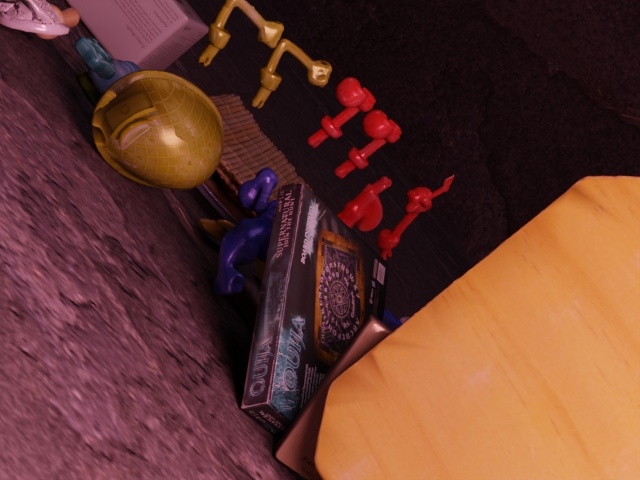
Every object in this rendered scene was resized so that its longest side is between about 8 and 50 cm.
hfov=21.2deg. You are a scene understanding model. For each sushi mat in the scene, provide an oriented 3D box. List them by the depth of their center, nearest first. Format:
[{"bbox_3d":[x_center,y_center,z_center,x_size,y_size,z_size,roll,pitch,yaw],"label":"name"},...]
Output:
[{"bbox_3d":[-0.073,-0.086,1.697,0.151,0.019,0.316,51,9,-1],"label":"sushi mat"}]

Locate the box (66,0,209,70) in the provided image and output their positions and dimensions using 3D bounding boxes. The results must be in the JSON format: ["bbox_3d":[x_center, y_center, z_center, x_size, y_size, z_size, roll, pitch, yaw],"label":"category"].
[{"bbox_3d":[-0.183,-0.227,1.730,0.101,0.087,0.102,51,7,6],"label":"box"}]

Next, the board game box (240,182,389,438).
[{"bbox_3d":[0.000,0.066,1.250,0.126,0.026,0.186,43,44,-41],"label":"board game box"}]

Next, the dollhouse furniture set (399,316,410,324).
[{"bbox_3d":[0.200,0.136,1.663,0.303,0.198,0.286,53,1,25],"label":"dollhouse furniture set"}]

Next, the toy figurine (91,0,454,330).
[{"bbox_3d":[0.000,0.000,1.379,0.362,0.191,0.217,40,18,-47],"label":"toy figurine"}]

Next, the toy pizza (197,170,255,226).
[{"bbox_3d":[-0.092,-0.065,1.683,0.201,0.032,0.201,49,8,-9],"label":"toy pizza"}]

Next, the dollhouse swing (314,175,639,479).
[{"bbox_3d":[0.223,0.189,1.113,0.315,0.347,0.305,42,11,-46],"label":"dollhouse swing"}]

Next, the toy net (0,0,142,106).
[{"bbox_3d":[-0.205,-0.150,1.420,0.232,0.045,0.122,39,15,-48],"label":"toy net"}]

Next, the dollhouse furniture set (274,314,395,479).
[{"bbox_3d":[0.052,0.143,1.213,0.151,0.144,0.123,34,5,-7],"label":"dollhouse furniture set"}]
